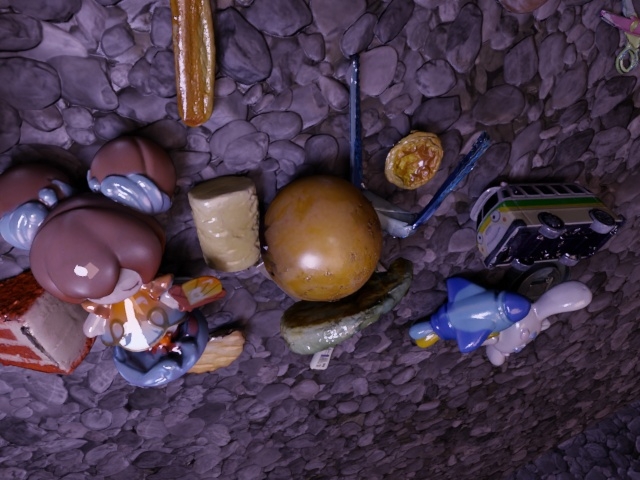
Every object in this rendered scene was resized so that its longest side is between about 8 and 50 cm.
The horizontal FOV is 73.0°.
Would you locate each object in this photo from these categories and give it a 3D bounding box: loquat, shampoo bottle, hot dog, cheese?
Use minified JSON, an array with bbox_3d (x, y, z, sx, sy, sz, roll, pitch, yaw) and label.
[{"bbox_3d":[0.000,0.000,0.796,0.235,0.235,0.235,-10,126,-14],"label":"loquat"},{"bbox_3d":[0.015,0.282,1.137,0.049,0.034,0.141,10,119,-18],"label":"shampoo bottle"},{"bbox_3d":[-0.192,-0.281,0.654,0.066,0.047,0.215,-15,129,-28],"label":"hot dog"},{"bbox_3d":[-0.171,-0.029,0.809,0.123,0.093,0.167,-10,126,-11],"label":"cheese"}]

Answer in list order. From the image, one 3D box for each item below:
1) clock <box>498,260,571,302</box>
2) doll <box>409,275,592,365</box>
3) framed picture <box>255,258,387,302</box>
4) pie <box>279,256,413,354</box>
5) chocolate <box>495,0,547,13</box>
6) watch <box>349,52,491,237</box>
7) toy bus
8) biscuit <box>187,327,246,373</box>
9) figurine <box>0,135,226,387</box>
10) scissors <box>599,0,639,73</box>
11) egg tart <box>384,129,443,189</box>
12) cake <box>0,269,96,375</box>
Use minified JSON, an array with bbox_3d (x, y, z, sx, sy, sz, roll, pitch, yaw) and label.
[{"bbox_3d":[0.614,0.124,1.245,0.215,0.042,0.214,-10,126,-14],"label":"clock"},{"bbox_3d":[0.445,0.220,1.137,0.366,0.187,0.375,8,121,-14],"label":"doll"},{"bbox_3d":[0.020,0.074,1.003,0.213,0.016,0.289,-37,128,8],"label":"framed picture"},{"bbox_3d":[0.047,0.124,0.875,0.303,0.302,0.066,-27,100,-1],"label":"pie"},{"bbox_3d":[0.325,-0.483,0.681,0.261,0.083,0.161,26,110,-32],"label":"chocolate"},{"bbox_3d":[0.118,-0.152,0.800,0.276,0.068,0.274,35,137,7],"label":"watch"},{"bbox_3d":[0.501,-0.045,0.995,0.306,0.179,0.143,-4,140,-18],"label":"toy bus"},{"bbox_3d":[-0.258,0.249,0.995,0.183,0.061,0.118,-17,130,-6],"label":"biscuit"},{"bbox_3d":[-0.330,0.046,0.736,0.277,0.248,0.388,-20,138,-9],"label":"figurine"},{"bbox_3d":[0.626,-0.431,0.870,0.187,0.020,0.133,20,119,-32],"label":"scissors"},{"bbox_3d":[0.185,-0.166,0.872,0.131,0.052,0.130,-10,128,-13],"label":"egg tart"},{"bbox_3d":[-0.552,0.131,0.809,0.262,0.159,0.158,2,131,20],"label":"cake"}]
